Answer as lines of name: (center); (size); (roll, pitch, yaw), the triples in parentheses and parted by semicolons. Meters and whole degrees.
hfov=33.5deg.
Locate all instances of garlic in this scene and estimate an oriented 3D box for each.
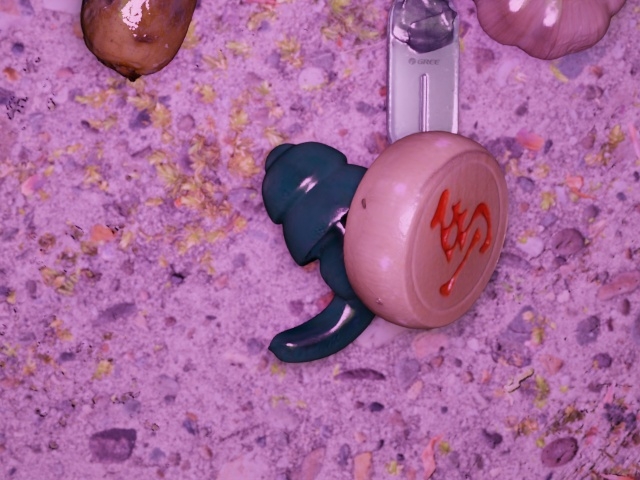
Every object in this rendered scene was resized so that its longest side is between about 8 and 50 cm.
garlic: (0.307, -0.353, 1.452); (0.227, 0.152, 0.228); (-1, 95, -9)

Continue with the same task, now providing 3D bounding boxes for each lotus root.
lotus root: (-0.230, -0.350, 1.410); (0.154, 0.154, 0.278); (13, 90, -6)

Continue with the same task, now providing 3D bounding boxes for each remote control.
remote control: (0.142, -0.231, 1.497); (0.104, 0.052, 0.248); (1, 94, -6)

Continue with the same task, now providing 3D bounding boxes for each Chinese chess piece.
Chinese chess piece: (0.145, -0.012, 1.418); (0.273, 0.102, 0.273); (-23, 122, -43)

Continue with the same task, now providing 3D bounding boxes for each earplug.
earplug: (0.000, 0.001, 1.472); (0.257, 0.164, 0.280); (-38, 84, 33)
